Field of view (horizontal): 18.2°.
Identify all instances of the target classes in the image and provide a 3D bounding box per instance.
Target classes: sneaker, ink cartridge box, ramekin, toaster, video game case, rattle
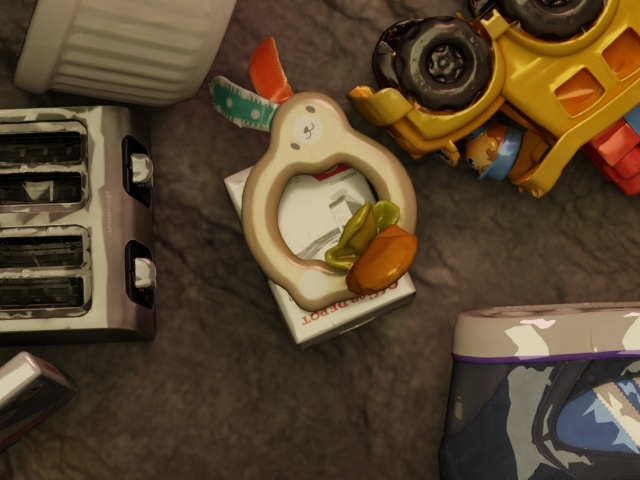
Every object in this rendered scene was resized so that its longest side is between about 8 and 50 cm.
[{"bbox_3d":[0.244,0.164,1.421,0.323,0.130,0.236,-1,93,-4],"label":"sneaker"},{"bbox_3d":[0.000,0.000,1.466,0.099,0.056,0.135,-24,83,-3],"label":"ink cartridge box"},{"bbox_3d":[-0.119,-0.217,1.398,0.127,0.273,0.273,16,83,-11],"label":"ramekin"},{"bbox_3d":[-0.210,-0.010,1.442,0.186,0.110,0.168,-2,82,0],"label":"toaster"},{"bbox_3d":[-0.263,0.153,1.385,0.201,0.183,0.023,-39,83,-4],"label":"video game case"},{"bbox_3d":[-0.012,-0.053,1.378,0.130,0.143,0.199,-20,89,14],"label":"rattle"}]

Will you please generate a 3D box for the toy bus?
[{"bbox_3d":[0.158,-0.105,1.448,0.220,0.149,0.211,-39,100,-2],"label":"toy bus"}]
